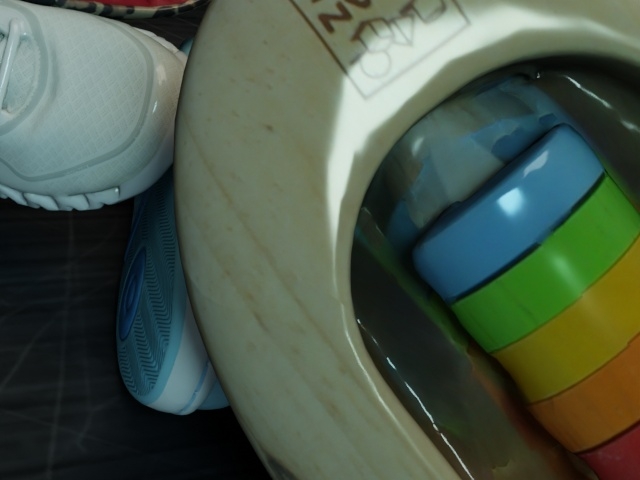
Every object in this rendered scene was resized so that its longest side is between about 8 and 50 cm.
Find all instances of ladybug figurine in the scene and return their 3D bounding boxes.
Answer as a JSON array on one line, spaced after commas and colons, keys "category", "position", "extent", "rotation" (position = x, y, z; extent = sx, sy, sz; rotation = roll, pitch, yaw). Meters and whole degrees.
[{"category": "ladybug figurine", "position": [0.109, 0.029, 0.696], "extent": [0.449, 0.305, 0.162], "rotation": [55, -4, -5]}]

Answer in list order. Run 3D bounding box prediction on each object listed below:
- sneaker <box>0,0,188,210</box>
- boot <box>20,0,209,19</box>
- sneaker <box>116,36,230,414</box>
[{"category": "sneaker", "position": [-0.198, -0.090, 0.783], "extent": [0.292, 0.110, 0.118], "rotation": [13, -7, 27]}, {"category": "boot", "position": [-0.248, -0.219, 0.925], "extent": [0.377, 0.138, 0.284], "rotation": [14, 3, -31]}, {"category": "sneaker", "position": [0.000, 0.000, 0.849], "extent": [0.208, 0.127, 0.319], "rotation": [18, 31, -13]}]
